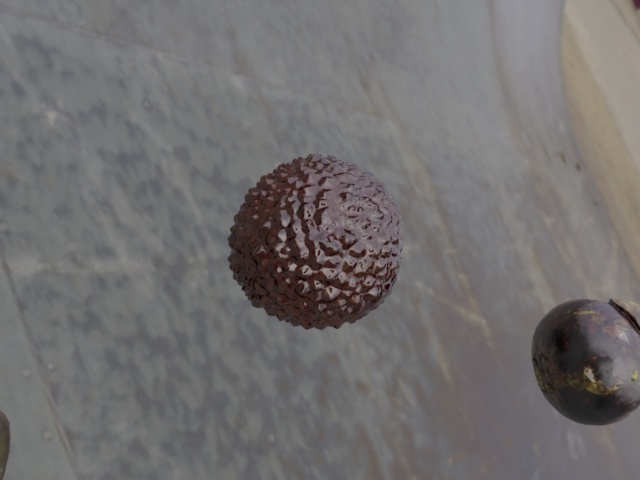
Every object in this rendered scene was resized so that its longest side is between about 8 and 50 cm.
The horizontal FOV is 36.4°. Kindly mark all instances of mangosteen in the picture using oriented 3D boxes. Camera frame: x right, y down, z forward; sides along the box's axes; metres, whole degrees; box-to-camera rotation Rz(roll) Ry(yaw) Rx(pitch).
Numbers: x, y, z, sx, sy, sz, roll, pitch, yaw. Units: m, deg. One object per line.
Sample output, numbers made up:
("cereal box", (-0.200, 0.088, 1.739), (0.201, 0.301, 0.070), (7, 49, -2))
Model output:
("mangosteen", (0.422, 0.169, 1.434), (0.192, 0.217, 0.192), (163, -90, -80))

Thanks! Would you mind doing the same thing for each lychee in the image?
("lychee", (0.000, 0.000, 1.427), (0.300, 0.264, 0.264), (-18, 82, -48))

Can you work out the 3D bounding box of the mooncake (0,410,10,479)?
("mooncake", (-0.568, 0.350, 1.397), (0.284, 0.155, 0.285), (17, 90, -82))
